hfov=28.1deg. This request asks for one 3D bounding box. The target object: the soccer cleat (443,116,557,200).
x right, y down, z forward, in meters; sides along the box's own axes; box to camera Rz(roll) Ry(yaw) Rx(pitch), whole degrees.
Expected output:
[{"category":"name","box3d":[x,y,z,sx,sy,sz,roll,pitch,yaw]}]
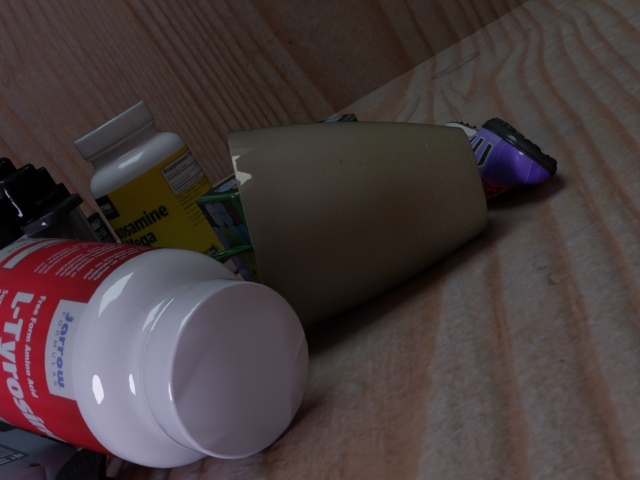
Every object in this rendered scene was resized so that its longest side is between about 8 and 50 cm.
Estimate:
[{"category":"soccer cleat","box3d":[0.207,-0.088,1.663,0.116,0.108,0.318,-53,15,-4]}]

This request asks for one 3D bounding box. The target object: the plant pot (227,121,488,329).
[{"category":"plant pot","box3d":[0.053,-0.041,1.533,0.274,0.256,0.256,-15,11,-1]}]

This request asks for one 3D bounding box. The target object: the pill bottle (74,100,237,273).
[{"category":"pill bottle","box3d":[-0.281,-0.066,2.228,0.188,0.334,0.188,-30,10,6]}]

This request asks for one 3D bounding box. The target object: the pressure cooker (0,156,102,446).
[{"category":"pressure cooker","box3d":[-0.472,0.090,1.813,0.370,0.420,0.375,-33,11,-11]}]

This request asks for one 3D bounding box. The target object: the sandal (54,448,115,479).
[{"category":"sandal","box3d":[-0.250,0.279,1.390,0.067,0.040,0.179,-37,25,-1]}]

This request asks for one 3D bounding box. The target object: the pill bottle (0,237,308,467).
[{"category":"pill bottle","box3d":[-0.209,0.117,1.378,0.407,0.229,0.229,3,34,48]}]

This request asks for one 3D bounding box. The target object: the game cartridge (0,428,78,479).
[{"category":"game cartridge","box3d":[-0.435,0.294,1.471,0.294,0.060,0.196,-16,11,-41]}]

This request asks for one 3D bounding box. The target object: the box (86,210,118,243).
[{"category":"box","box3d":[-0.409,0.104,2.128,0.060,0.216,0.270,-22,15,36]}]

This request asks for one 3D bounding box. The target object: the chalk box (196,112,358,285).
[{"category":"chalk box","box3d":[-0.050,-0.029,1.854,0.289,0.179,0.180,-36,12,-18]}]
